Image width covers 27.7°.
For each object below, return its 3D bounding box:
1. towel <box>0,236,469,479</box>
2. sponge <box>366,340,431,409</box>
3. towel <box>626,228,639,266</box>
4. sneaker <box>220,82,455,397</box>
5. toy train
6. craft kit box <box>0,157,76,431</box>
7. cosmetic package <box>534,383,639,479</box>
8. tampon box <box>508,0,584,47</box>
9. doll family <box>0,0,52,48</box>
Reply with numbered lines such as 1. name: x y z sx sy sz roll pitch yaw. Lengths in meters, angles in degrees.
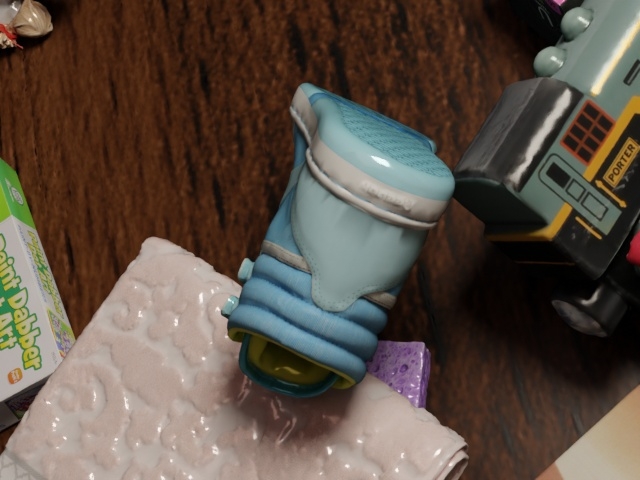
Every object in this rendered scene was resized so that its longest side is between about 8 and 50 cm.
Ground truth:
1. towel: -0.103 0.197 0.997 0.332 0.053 0.317 32 83 28
2. sponge: -0.020 0.135 1.038 0.210 0.031 0.117 2 69 21
3. towel: 0.346 -0.020 0.761 0.275 0.031 0.199 24 78 28
4. sneaker: 0.000 0.000 0.987 0.127 0.319 0.208 24 101 -3
5. toy train: 0.241 -0.098 0.944 0.334 0.190 0.142 -56 18 -10
6. craft kit box: -0.357 0.079 1.178 0.246 0.061 0.250 -29 60 3
7. cosmetic package: 0.162 0.255 0.860 0.296 0.129 0.153 -43 61 -2
8. tampon box: 0.235 -0.240 1.062 0.161 0.101 0.120 -39 50 1
9. doll family: -0.273 -0.314 1.285 0.163 0.118 0.263 34 82 29
